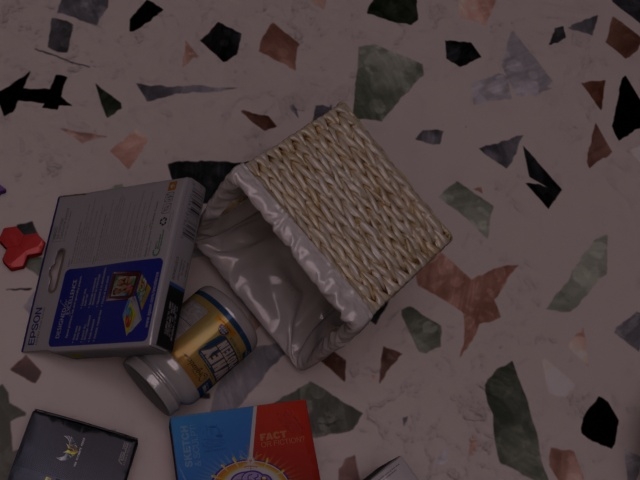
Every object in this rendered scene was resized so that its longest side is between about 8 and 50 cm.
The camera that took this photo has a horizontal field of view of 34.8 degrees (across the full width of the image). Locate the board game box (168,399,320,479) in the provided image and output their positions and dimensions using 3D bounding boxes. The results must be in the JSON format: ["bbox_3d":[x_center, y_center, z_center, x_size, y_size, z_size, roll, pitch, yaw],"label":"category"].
[{"bbox_3d":[-0.117,0.439,1.711,0.242,0.064,0.317,-6,65,-13],"label":"board game box"}]

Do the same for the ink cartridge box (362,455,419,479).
[{"bbox_3d":[0.146,0.473,1.731,0.082,0.139,0.191,-35,81,-22],"label":"ink cartridge box"}]

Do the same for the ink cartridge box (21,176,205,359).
[{"bbox_3d":[-0.357,0.052,1.763,0.072,0.307,0.304,33,58,-48],"label":"ink cartridge box"}]

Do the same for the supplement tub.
[{"bbox_3d":[-0.223,0.190,1.756,0.199,0.144,0.144,-41,83,-21],"label":"supplement tub"}]

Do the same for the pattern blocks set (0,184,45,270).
[{"bbox_3d":[-0.686,0.006,1.794,0.325,0.026,0.285,-37,81,-20],"label":"pattern blocks set"}]

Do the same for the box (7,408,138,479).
[{"bbox_3d":[-0.422,0.415,1.683,0.183,0.059,0.233,17,68,-3],"label":"box"}]

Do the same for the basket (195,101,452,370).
[{"bbox_3d":[0.000,0.000,1.758,0.266,0.328,0.331,-36,85,-26],"label":"basket"}]
